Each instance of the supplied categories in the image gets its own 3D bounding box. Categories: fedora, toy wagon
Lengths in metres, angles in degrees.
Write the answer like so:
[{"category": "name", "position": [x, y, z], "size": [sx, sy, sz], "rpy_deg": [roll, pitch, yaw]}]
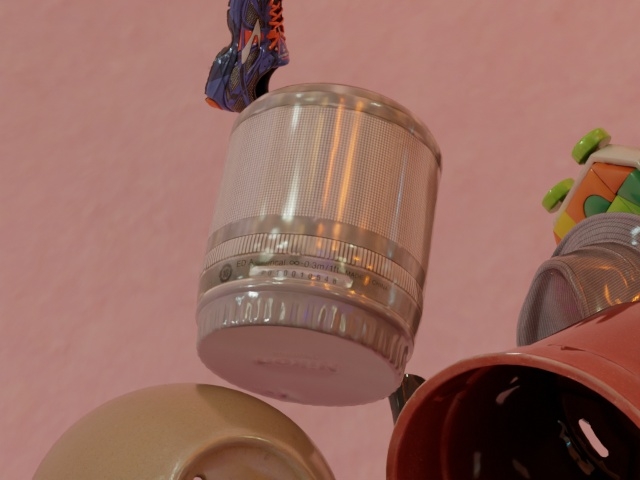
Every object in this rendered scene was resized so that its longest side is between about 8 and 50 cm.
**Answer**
[{"category": "fedora", "position": [0.324, 0.106, 1.657], "size": [0.124, 0.244, 0.275], "rpy_deg": [-6, 97, -37]}, {"category": "toy wagon", "position": [0.415, -0.021, 1.738], "size": [0.068, 0.344, 0.267], "rpy_deg": [-30, 68, -27]}]

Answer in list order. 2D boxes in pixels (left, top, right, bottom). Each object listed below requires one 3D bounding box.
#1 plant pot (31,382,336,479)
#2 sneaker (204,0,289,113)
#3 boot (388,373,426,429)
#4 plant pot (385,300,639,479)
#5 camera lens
[{"category": "plant pot", "position": [-0.091, 0.239, 1.117], "size": [0.284, 0.191, 0.284], "rpy_deg": [8, 68, -20]}, {"category": "sneaker", "position": [-0.071, -0.254, 1.705], "size": [0.087, 0.083, 0.221], "rpy_deg": [27, 119, 17]}, {"category": "boot", "position": [0.141, 0.230, 1.532], "size": [0.077, 0.137, 0.198], "rpy_deg": [-23, 144, 19]}, {"category": "plant pot", "position": [0.241, 0.184, 1.164], "size": [0.272, 0.265, 0.272], "rpy_deg": [12, 111, 33]}, {"category": "camera lens", "position": [0.000, 0.000, 1.339], "size": [0.219, 0.219, 0.274], "rpy_deg": [13, 62, -6]}]
